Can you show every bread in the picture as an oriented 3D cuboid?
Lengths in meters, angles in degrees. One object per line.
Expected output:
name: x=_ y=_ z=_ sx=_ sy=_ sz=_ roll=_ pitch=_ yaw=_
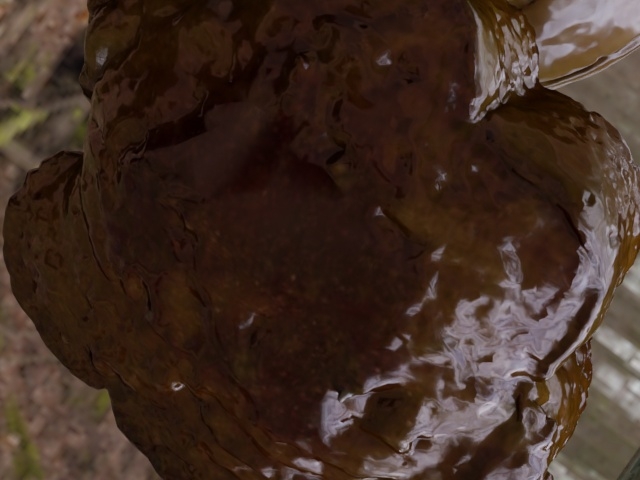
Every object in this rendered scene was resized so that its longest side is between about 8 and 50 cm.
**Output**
bread: x=0.009 y=-0.006 z=0.645 sx=0.135 sy=0.246 sz=0.232 roll=-28 pitch=149 yaw=-55

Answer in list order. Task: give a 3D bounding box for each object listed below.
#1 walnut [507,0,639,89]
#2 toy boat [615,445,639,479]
walnut: x=0.098 y=-0.140 z=0.723 sx=0.245 sy=0.137 sz=0.137 roll=-33 pitch=-167 yaw=13
toy boat: x=0.166 y=0.105 z=0.817 sx=0.291 sy=0.067 sz=0.220 roll=116 pitch=-17 yaw=-44
